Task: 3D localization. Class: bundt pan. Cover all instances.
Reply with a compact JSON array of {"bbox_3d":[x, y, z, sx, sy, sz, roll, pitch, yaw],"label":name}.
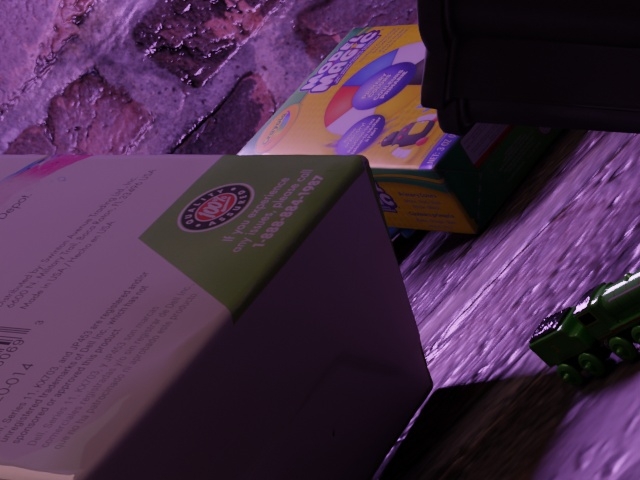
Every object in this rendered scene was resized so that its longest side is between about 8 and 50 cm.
[{"bbox_3d":[0.136,-0.185,0.604,0.331,0.124,0.331,13,-90,-79],"label":"bundt pan"}]

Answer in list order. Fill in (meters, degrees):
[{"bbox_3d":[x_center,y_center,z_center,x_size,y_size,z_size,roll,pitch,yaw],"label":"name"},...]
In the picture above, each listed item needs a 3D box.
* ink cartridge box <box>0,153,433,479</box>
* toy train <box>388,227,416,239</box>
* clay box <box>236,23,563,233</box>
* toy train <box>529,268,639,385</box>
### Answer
[{"bbox_3d":[-0.159,0.063,0.718,0.353,0.119,0.207,2,35,33],"label":"ink cartridge box"},{"bbox_3d":[0.000,0.000,1.138,0.184,0.080,0.105,-46,-1,7],"label":"toy train"},{"bbox_3d":[0.042,-0.069,1.012,0.222,0.053,0.127,6,49,53],"label":"clay box"},{"bbox_3d":[0.091,0.023,0.522,0.017,0.024,0.083,-50,6,-32],"label":"toy train"}]
